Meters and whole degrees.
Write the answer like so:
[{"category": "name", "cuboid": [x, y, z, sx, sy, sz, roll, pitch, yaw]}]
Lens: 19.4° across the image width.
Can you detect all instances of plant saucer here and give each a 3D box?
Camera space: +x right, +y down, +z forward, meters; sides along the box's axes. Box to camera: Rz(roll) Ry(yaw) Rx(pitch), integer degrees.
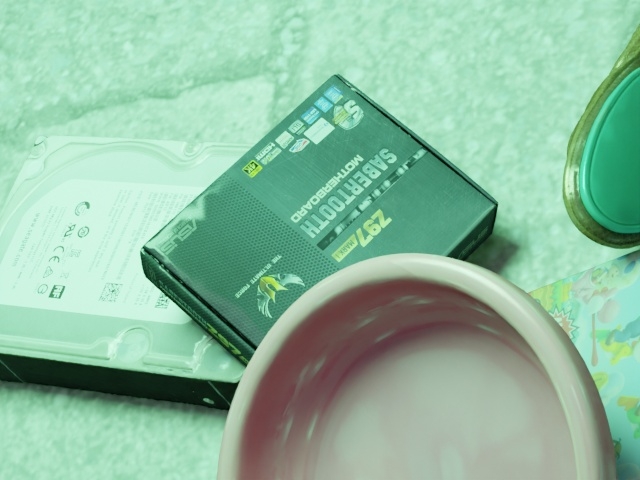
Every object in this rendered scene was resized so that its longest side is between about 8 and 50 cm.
[{"category": "plant saucer", "cuboid": [0.073, 0.177, 1.317, 0.332, 0.084, 0.332, -7, 79, 38]}]

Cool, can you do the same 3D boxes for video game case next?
[{"category": "video game case", "cuboid": [0.201, 0.104, 1.346, 0.285, 0.025, 0.204, -24, 43, 34]}]

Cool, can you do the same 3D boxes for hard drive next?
[{"category": "hard drive", "cuboid": [-0.149, 0.021, 1.635, 0.339, 0.064, 0.237, 6, 61, 30]}]

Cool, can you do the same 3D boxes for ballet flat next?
[{"category": "ballet flat", "cuboid": [0.264, -0.114, 1.476, 0.342, 0.116, 0.124, -60, 13, -27]}]

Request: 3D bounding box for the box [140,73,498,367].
[{"category": "box", "cuboid": [0.000, 0.000, 1.504, 0.183, 0.059, 0.233, 41, 71, 18]}]
